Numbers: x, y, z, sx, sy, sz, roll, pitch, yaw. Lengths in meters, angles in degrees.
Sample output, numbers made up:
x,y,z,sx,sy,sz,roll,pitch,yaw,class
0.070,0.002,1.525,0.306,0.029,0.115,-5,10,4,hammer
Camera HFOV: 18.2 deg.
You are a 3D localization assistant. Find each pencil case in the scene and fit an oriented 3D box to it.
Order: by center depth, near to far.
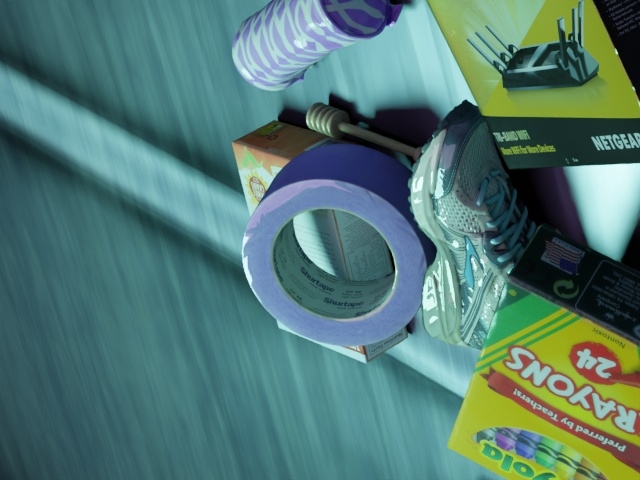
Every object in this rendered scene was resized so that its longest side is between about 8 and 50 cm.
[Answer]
x,y,z,sx,sy,sz,roll,pitch,yaw,class
-0.010,-0.204,1.933,0.088,0.086,0.206,30,158,-18,pencil case

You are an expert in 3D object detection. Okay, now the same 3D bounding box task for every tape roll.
x,y,z,sx,sy,sz,roll,pitch,yaw,class
0.023,0.005,1.973,0.189,0.080,0.189,8,120,13,tape roll

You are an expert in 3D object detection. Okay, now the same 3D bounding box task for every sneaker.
x,y,z,sx,sy,sz,roll,pitch,yaw,class
0.164,-0.008,1.846,0.122,0.110,0.283,21,140,31,sneaker

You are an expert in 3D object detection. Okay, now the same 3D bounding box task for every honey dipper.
x,y,z,sx,sy,sz,roll,pitch,yaw,class
0.049,-0.104,1.983,0.160,0.030,0.030,24,134,43,honey dipper

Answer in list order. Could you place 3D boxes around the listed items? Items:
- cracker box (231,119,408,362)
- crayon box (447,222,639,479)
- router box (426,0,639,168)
x,y,z,sx,sy,sz,roll,pitch,yaw,class
0.000,0.000,2.107,0.155,0.067,0.232,20,130,48,cracker box
0.238,0.151,1.810,0.202,0.081,0.318,27,142,12,crayon box
0.182,-0.181,1.553,0.243,0.081,0.309,63,166,-8,router box
